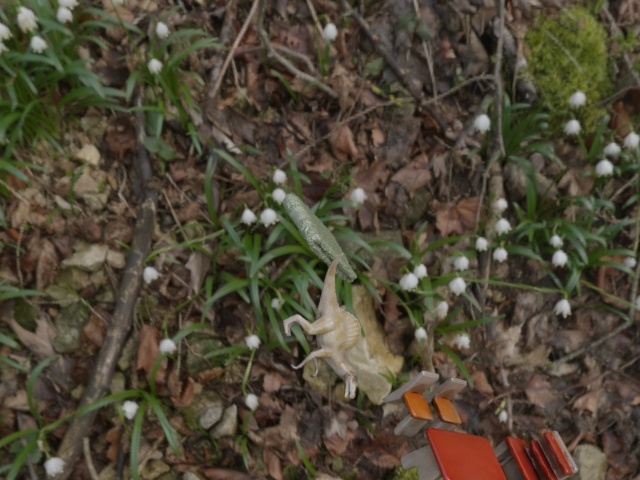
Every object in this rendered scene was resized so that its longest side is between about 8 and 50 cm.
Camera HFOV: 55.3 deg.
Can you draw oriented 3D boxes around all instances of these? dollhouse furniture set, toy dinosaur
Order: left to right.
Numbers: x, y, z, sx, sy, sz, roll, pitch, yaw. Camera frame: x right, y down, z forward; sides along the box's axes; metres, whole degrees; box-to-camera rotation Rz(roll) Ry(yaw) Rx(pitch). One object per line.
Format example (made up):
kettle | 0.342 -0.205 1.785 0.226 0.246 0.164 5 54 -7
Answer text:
toy dinosaur | 0.003 0.105 0.755 0.093 0.183 0.053 -9 9 -1
dollhouse furniture set | 0.251 0.331 0.912 0.135 0.259 0.262 -45 43 27

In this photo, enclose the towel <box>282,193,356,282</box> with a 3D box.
towel | 0.000 0.000 0.905 0.027 0.148 0.110 -36 52 6
